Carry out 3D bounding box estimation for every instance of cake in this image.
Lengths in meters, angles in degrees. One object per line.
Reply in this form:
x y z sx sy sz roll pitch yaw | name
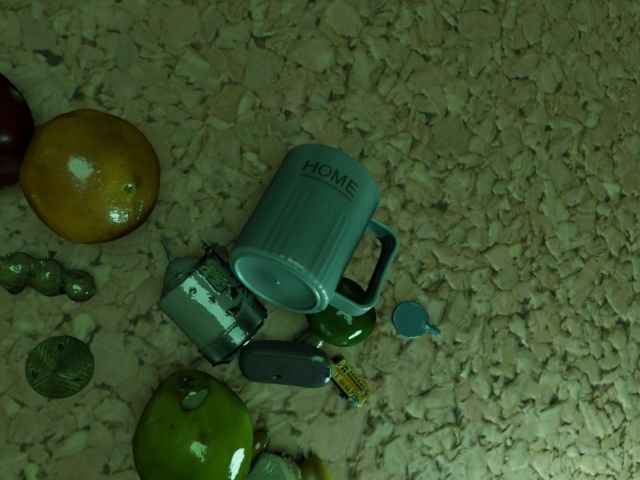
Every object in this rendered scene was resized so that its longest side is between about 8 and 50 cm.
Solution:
-0.159 0.597 1.201 0.220 0.086 0.117 -29 53 14 | cake

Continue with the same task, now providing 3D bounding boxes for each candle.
-0.280 0.122 1.141 0.187 0.187 0.330 -42 97 -13 | candle

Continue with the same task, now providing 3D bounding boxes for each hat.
-0.591 0.291 1.100 0.146 0.067 0.146 1 88 -16 | hat

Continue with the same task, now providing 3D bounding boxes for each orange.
-0.477 -0.134 1.040 0.226 0.284 0.284 15 82 27 | orange

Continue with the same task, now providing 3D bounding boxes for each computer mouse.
-0.087 0.308 1.221 0.232 0.057 0.120 3 113 6 | computer mouse

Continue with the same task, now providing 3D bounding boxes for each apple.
-0.728 -0.232 0.968 0.288 0.288 0.317 -37 78 -14 | apple

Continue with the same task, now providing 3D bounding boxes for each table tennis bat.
0.272 0.230 1.380 0.155 0.019 0.100 26 81 -12 | table tennis bat

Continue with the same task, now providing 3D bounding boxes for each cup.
-0.016 0.001 1.143 0.331 0.256 0.311 47 55 -29 | cup

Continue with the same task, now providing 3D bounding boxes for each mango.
-0.040 0.654 1.235 0.141 0.102 0.217 14 79 10 | mango

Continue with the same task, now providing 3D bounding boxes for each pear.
-0.281 0.450 1.094 0.269 0.269 0.321 -15 104 -16 | pear

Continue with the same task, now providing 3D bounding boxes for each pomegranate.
0.030 0.201 1.240 0.187 0.187 0.225 38 103 -12 | pomegranate

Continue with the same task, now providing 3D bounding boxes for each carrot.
-0.214 0.580 1.208 0.062 0.066 0.271 32 80 26 | carrot

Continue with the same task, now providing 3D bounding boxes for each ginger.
-0.610 0.085 1.096 0.204 0.080 0.104 12 117 -15 | ginger

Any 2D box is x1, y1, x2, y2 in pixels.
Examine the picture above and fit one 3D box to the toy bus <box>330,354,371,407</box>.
0.057 0.358 1.286 0.074 0.069 0.162 -42 101 -14 | toy bus
